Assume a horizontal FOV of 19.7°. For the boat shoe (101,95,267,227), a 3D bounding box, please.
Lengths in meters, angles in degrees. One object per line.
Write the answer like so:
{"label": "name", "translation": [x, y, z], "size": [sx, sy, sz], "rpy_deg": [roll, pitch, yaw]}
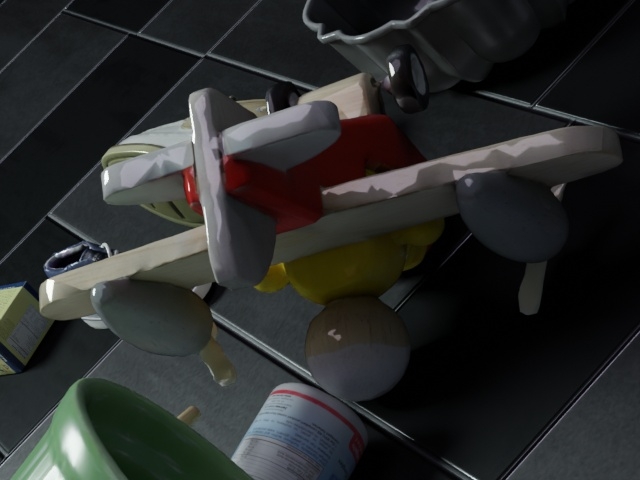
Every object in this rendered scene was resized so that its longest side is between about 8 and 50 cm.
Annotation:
{"label": "boat shoe", "translation": [-0.092, -0.085, 1.879], "size": [0.302, 0.113, 0.103], "rpy_deg": [4, 49, 40]}

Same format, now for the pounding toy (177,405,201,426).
{"label": "pounding toy", "translation": [-0.140, 0.216, 1.429], "size": [0.181, 0.094, 0.206], "rpy_deg": [-37, -5, 9]}

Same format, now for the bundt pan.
{"label": "bundt pan", "translation": [0.149, -0.269, 1.812], "size": [0.331, 0.124, 0.331], "rpy_deg": [-31, 28, 19]}

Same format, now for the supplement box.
{"label": "supplement box", "translation": [-0.343, 0.097, 1.980], "size": [0.083, 0.056, 0.083], "rpy_deg": [-11, 40, 44]}

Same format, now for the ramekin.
{"label": "ramekin", "translation": [-0.095, 0.245, 1.202], "size": [0.148, 0.303, 0.303], "rpy_deg": [-47, 27, 4]}

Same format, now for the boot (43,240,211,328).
{"label": "boot", "translation": [-0.198, 0.040, 1.846], "size": [0.190, 0.086, 0.069], "rpy_deg": [-13, 39, 43]}

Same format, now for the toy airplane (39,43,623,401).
{"label": "toy airplane", "translation": [0.000, 0.000, 1.457], "size": [0.384, 0.272, 0.386], "rpy_deg": [-17, 3, -24]}

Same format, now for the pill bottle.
{"label": "pill bottle", "translation": [-0.035, 0.195, 1.412], "size": [0.087, 0.087, 0.160], "rpy_deg": [-5, 45, 49]}
